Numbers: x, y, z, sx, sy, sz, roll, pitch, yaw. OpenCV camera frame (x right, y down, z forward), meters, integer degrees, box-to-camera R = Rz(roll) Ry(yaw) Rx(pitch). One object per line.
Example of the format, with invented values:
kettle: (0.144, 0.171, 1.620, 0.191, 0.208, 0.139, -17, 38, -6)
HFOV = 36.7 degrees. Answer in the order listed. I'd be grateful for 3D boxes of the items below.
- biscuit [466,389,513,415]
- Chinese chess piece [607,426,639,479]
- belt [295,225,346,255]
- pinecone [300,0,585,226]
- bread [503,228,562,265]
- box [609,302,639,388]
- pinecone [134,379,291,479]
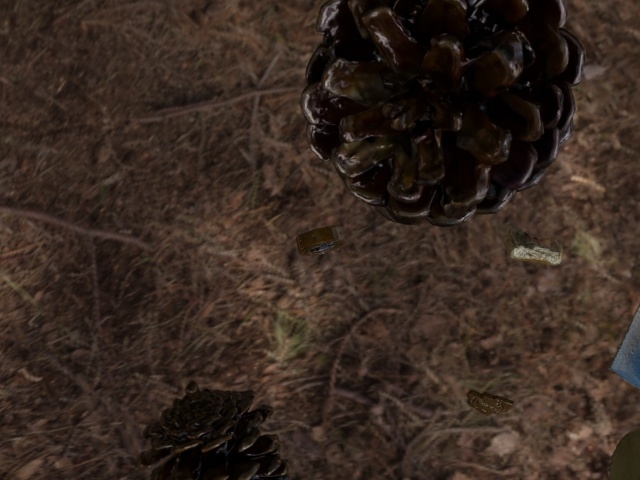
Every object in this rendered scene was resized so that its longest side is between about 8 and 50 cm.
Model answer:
biscuit: (0.313, 0.301, 1.774, 0.082, 0.092, 0.016, 53, 48, -39)
Chinese chess piece: (0.666, 0.516, 1.804, 0.146, 0.349, 0.349, -1, 74, -6)
belt: (0.000, 0.000, 1.667, 0.083, 0.059, 0.036, -14, 71, 0)
pinecone: (0.127, -0.154, 0.963, 0.296, 0.242, 0.298, -39, 120, -49)
bread: (0.317, 0.011, 1.441, 0.083, 0.070, 0.035, 13, 110, 0)
box: (0.569, 0.139, 1.584, 0.139, 0.073, 0.194, -2, 118, -47)
pinecone: (-0.165, 0.370, 1.595, 0.244, 0.244, 0.309, -33, 101, -34)
